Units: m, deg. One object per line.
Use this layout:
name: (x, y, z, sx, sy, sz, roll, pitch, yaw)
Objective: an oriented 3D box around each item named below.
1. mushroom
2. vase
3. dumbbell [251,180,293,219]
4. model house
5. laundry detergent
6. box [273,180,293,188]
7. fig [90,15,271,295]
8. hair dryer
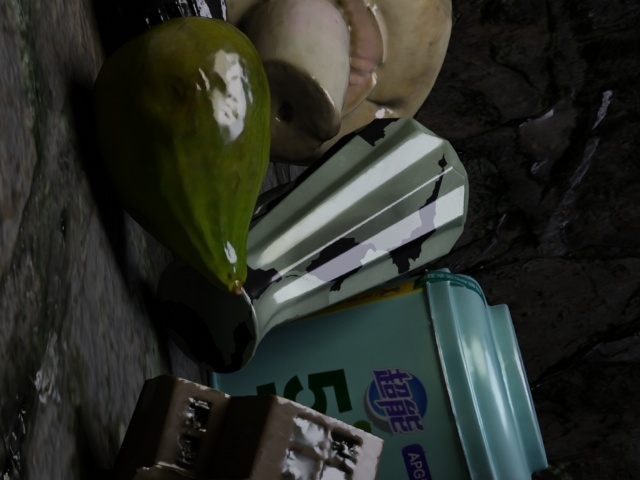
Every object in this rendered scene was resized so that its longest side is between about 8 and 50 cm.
mushroom: (-0.041, -0.241, 1.867, 0.325, 0.353, 0.353, 37, -3, 14)
vase: (0.000, 0.000, 1.617, 0.360, 0.165, 0.165, -32, 111, -46)
dumbbell: (0.010, 0.089, 2.053, 0.406, 0.179, 0.179, 68, 9, -46)
model house: (-0.085, 0.235, 1.174, 0.176, 0.181, 0.248, 25, 69, -30)
laundry detergent: (0.068, 0.187, 1.751, 0.287, 0.305, 0.287, -15, 90, -83)
box: (0.006, 0.042, 2.457, 0.279, 0.041, 0.153, -122, -171, -53)
fig: (-0.123, -0.081, 1.444, 0.167, 0.167, 0.233, 19, 82, -83)
hair dryer: (-0.129, -0.142, 1.706, 0.359, 0.120, 0.303, 91, -25, -75)
